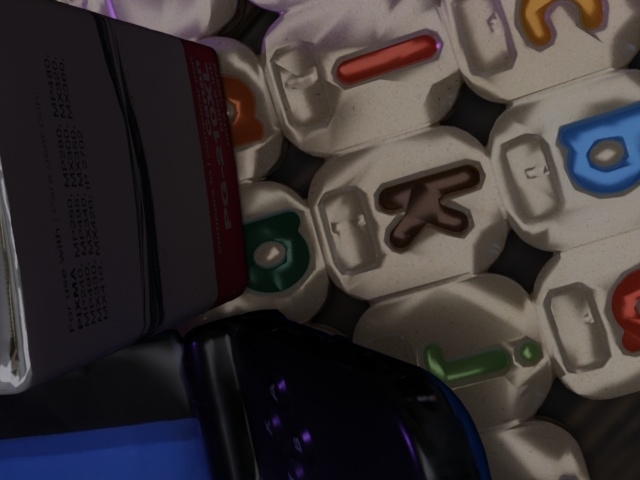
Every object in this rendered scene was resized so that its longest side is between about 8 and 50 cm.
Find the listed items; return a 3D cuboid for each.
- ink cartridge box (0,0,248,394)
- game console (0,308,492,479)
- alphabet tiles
[{"bbox_3d":[-0.133,-0.010,0.436,0.172,0.237,0.100,-7,92,9],"label":"ink cartridge box"},{"bbox_3d":[-0.048,0.186,0.475,0.173,0.250,0.293,-15,99,-18],"label":"game console"},{"bbox_3d":[0.000,0.000,0.547,0.278,0.021,0.284,-18,90,10],"label":"alphabet tiles"}]
